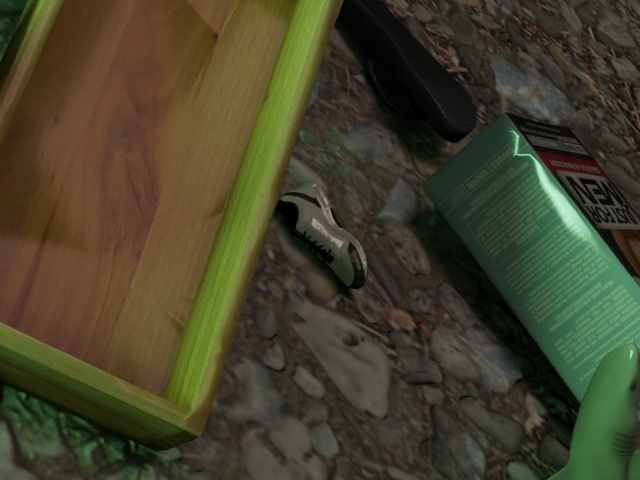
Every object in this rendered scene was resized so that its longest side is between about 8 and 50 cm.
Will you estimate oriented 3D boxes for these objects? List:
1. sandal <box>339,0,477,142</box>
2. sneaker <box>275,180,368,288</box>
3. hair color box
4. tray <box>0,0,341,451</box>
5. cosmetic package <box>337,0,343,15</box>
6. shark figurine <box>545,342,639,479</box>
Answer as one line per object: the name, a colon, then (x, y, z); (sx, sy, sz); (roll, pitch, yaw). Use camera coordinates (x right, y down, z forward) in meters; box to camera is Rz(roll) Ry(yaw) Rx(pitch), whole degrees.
sandal: (0.081, -0.184, 1.435); (0.097, 0.054, 0.254); (14, 33, -47)
sneaker: (0.000, 0.000, 1.157); (0.044, 0.040, 0.109); (-19, 62, -36)
hair color box: (0.273, 0.062, 1.271); (0.374, 0.113, 0.185); (56, 24, 17)
tray: (-0.124, -0.084, 0.946); (0.203, 0.076, 0.411); (29, 61, -22)
cosmetic package: (-0.179, -0.341, 1.141); (0.453, 0.161, 0.230); (33, 58, -23)
shark figurine: (0.227, 0.239, 1.098); (0.116, 0.166, 0.278); (-6, 72, -19)
